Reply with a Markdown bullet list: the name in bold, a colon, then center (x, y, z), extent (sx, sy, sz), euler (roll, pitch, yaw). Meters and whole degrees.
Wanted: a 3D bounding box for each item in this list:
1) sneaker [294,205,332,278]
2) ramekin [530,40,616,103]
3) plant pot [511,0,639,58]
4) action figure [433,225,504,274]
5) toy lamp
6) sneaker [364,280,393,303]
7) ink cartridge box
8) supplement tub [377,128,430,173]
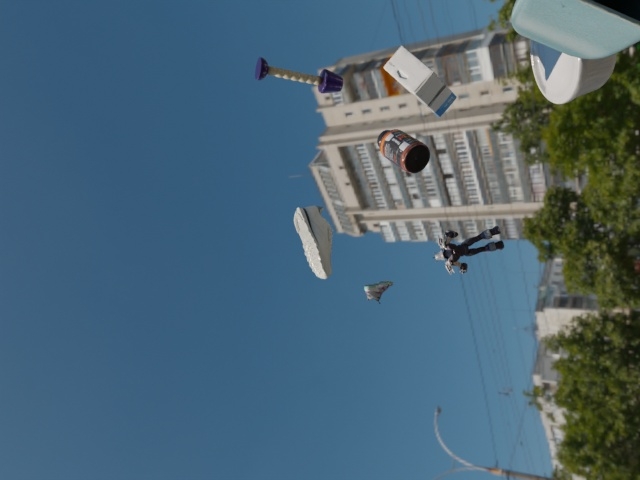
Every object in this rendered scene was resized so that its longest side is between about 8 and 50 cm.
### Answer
- **sneaker**: center (0.000, 0.000, 1.688), extent (0.095, 0.090, 0.235), euler (-7, -110, -29)
- **ramekin**: center (0.707, -0.528, 1.590), extent (0.273, 0.127, 0.272), euler (166, 90, -87)
- **plant pot**: center (0.526, -0.507, 1.136), extent (0.252, 0.247, 0.247), euler (98, -165, -83)
- **action figure**: center (0.576, 0.034, 2.247), extent (0.099, 0.285, 0.185), euler (-158, 52, -86)
- **toy lamp**: center (-0.062, -0.512, 1.777), extent (0.275, 0.080, 0.080), euler (5, -96, -22)
- **sneaker**: center (0.191, 0.168, 1.817), extent (0.098, 0.038, 0.069), euler (-11, -85, -11)
- **ink cartridge box**: center (0.282, -0.443, 1.596), extent (0.082, 0.139, 0.191), euler (-47, -29, 15)
- **supplement tub**: center (0.263, -0.299, 1.855), extent (0.106, 0.198, 0.106), euler (-14, -57, -22)
